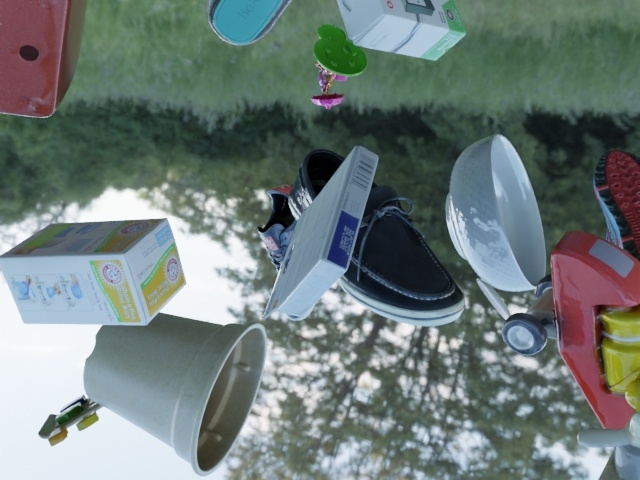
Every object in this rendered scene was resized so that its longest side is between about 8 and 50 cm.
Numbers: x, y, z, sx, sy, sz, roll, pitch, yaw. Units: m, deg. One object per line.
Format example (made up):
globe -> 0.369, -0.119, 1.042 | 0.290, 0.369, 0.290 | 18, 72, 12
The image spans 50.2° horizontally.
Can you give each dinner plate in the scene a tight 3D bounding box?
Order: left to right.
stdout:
dinner plate -> 0.444, 0.151, 1.733 | 0.141, 0.017, 0.141 | 55, -177, -4

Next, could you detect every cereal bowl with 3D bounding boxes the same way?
cereal bowl -> 0.368, -0.050, 1.482 | 0.141, 0.339, 0.339 | -14, 167, 31

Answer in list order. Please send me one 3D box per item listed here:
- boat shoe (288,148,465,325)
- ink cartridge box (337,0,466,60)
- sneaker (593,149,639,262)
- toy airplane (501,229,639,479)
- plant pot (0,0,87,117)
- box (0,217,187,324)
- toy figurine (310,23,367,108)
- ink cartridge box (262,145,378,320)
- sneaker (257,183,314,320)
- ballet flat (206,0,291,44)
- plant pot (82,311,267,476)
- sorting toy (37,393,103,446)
boat shoe -> 0.092, -0.018, 1.325 | 0.186, 0.156, 0.500 | -15, -138, -26
ink cartridge box -> 0.186, -0.565, 1.634 | 0.289, 0.211, 0.121 | -4, 161, -40
sneaker -> 0.529, -0.031, 1.201 | 0.104, 0.262, 0.125 | -4, 157, 0
toy airplane -> 0.450, 0.202, 0.889 | 0.384, 0.386, 0.272 | 22, 150, -32
plant pot -> -0.403, -0.295, 0.809 | 0.267, 0.267, 0.236 | 3, -133, -26
box -> -0.300, 0.041, 0.914 | 0.203, 0.103, 0.114 | -2, -155, 21
toy figurine -> 0.019, -0.400, 1.640 | 0.130, 0.173, 0.159 | -6, 149, -23
ink cartridge box -> 0.000, 0.000, 1.041 | 0.045, 0.223, 0.224 | 27, 144, -13
sneaker -> -0.091, 0.028, 1.735 | 0.131, 0.350, 0.148 | -8, 170, 42
ballet flat -> -0.021, -0.363, 0.787 | 0.107, 0.316, 0.106 | 40, -153, -26
plant pot -> -0.322, 0.291, 1.479 | 0.305, 0.334, 0.334 | 17, -176, 15
sorting toy -> -0.557, 0.396, 1.632 | 0.229, 0.041, 0.307 | -26, -175, -13
